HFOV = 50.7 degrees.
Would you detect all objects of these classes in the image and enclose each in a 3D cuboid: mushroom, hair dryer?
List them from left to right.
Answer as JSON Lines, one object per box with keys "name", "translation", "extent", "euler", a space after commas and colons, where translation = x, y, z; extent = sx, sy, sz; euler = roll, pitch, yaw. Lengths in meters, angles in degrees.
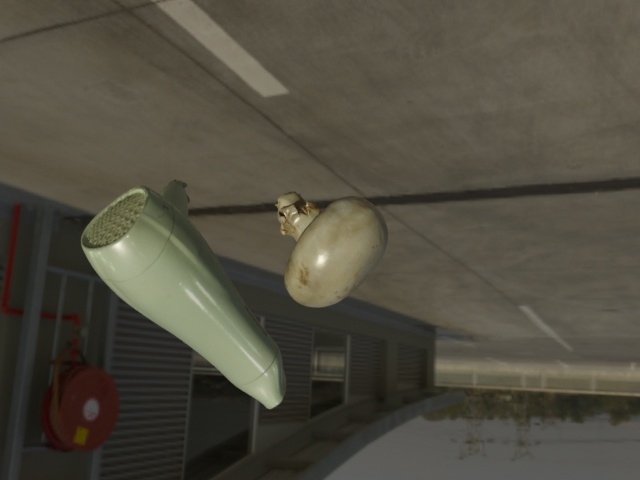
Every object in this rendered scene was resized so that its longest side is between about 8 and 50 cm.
{"name": "hair dryer", "translation": [-0.110, 0.012, 0.596], "extent": [0.075, 0.237, 0.206], "euler": [-33, 122, 6]}
{"name": "mushroom", "translation": [0.000, 0.000, 0.453], "extent": [0.079, 0.085, 0.085], "euler": [38, 174, 11]}
